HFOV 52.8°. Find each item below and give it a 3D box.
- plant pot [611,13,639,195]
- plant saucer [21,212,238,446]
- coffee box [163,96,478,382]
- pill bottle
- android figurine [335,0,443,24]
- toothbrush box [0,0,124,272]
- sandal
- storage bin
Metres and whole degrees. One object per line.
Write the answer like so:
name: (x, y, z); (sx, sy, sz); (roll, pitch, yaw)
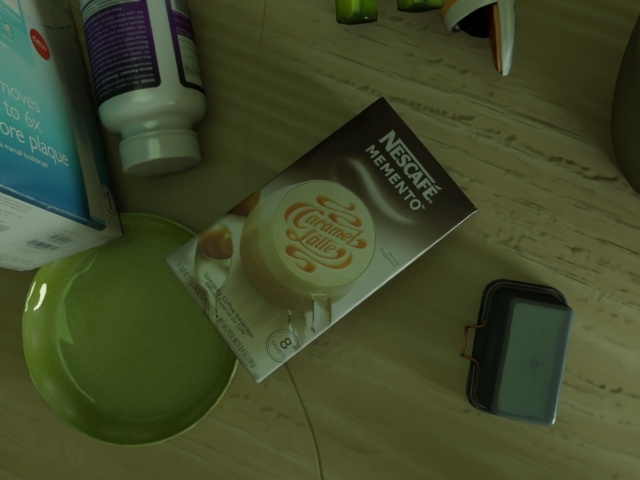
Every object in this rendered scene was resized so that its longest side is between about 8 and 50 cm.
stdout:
plant pot: (0.336, -0.099, 0.495); (0.257, 0.274, 0.256); (-1, 86, 8)
plant saucer: (-0.195, 0.092, 0.681); (0.241, 0.037, 0.240); (0, 86, 7)
coffee box: (0.000, 0.000, 0.608); (0.246, 0.098, 0.141); (-38, 84, -5)
pill bottle: (-0.176, -0.168, 0.655); (0.108, 0.108, 0.193); (-12, 85, 7)
android figurine: (0.057, -0.343, 0.582); (0.248, 0.056, 0.272); (8, 105, 50)
toothbrush box: (-0.317, -0.139, 0.602); (0.126, 0.216, 0.295); (-20, 75, 6)
sandal: (0.132, -0.279, 0.626); (0.076, 0.102, 0.265); (-11, 81, 12)
storage bin: (0.183, 0.105, 0.600); (0.098, 0.091, 0.135); (10, 88, 9)
